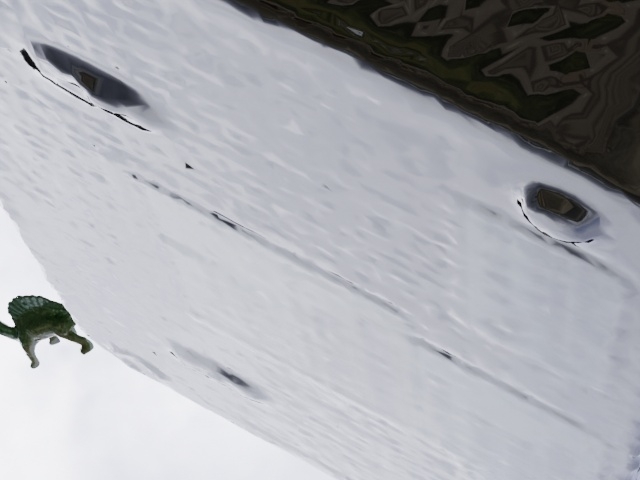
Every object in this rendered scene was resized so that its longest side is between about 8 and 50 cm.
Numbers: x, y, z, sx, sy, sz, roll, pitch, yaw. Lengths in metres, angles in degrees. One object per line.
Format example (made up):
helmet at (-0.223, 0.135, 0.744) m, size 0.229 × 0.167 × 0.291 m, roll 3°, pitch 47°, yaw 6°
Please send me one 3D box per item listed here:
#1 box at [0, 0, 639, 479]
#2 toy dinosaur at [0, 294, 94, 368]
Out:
box at (0.000, 0.000, 0.481) m, size 0.211 × 0.350 × 0.058 m, roll 25°, pitch -108°, yaw 15°
toy dinosaur at (-0.193, 0.057, 1.286) m, size 0.120 × 0.060 × 0.029 m, roll -19°, pitch -142°, yaw 33°
